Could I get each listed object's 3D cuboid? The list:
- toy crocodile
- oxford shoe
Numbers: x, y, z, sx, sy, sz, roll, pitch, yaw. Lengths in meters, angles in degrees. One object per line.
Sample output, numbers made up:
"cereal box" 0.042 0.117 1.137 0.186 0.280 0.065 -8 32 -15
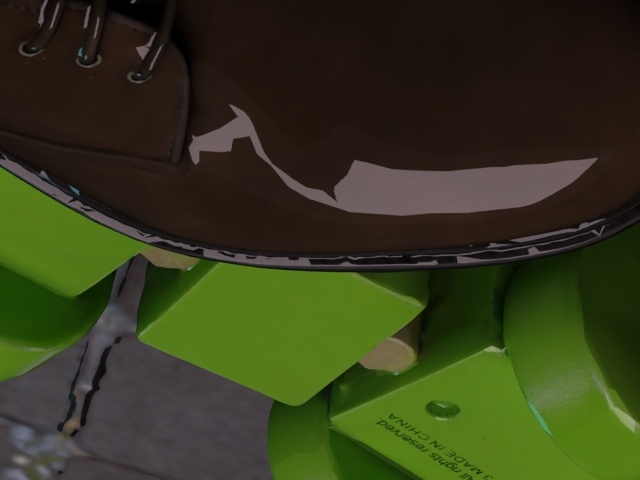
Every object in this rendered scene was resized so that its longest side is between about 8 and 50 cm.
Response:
"toy crocodile" 0.000 0.000 0.491 0.341 0.105 0.115 31 138 -26
"oxford shoe" -0.037 -0.043 0.343 0.227 0.082 0.096 12 178 -4
